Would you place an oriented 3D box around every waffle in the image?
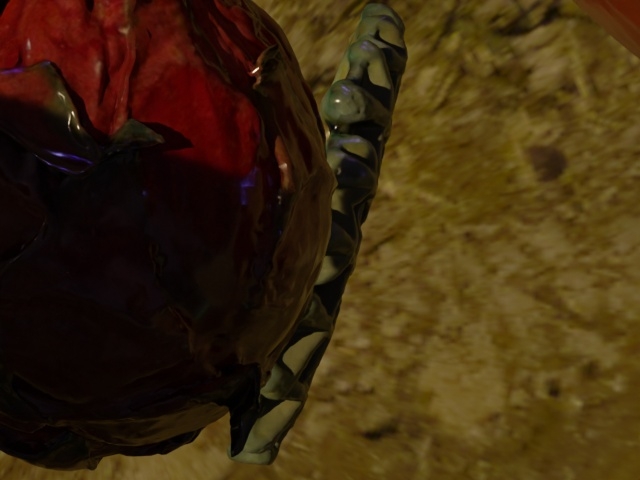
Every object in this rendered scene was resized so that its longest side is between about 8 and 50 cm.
[{"bbox_3d":[0.000,0.000,1.310,0.056,0.292,0.309,18,126,0],"label":"waffle"}]

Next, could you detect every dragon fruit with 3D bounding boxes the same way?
[{"bbox_3d":[-0.113,-0.029,0.811,0.244,0.244,0.298,-4,129,-7],"label":"dragon fruit"}]

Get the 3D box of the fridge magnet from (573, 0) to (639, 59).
[{"bbox_3d":[0.123,-0.189,0.715,0.155,0.363,0.363,-35,93,2],"label":"fridge magnet"}]
